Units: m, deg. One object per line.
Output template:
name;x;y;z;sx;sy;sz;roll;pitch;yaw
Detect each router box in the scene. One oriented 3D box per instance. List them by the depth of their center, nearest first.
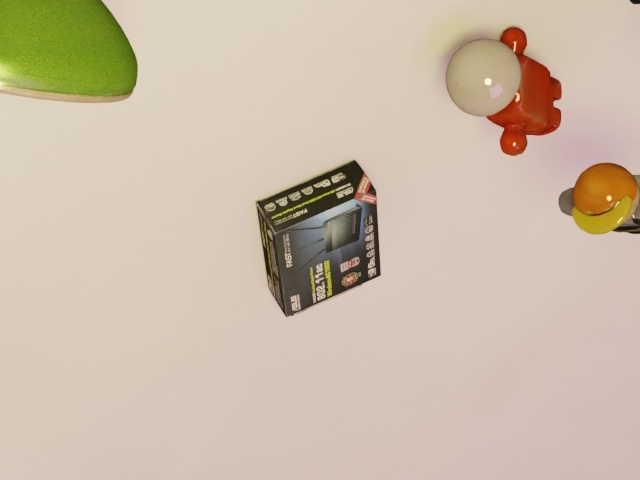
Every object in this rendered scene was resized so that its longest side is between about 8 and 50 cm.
router box;0.000;0.000;1.400;0.092;0.038;0.122;-24;144;-12

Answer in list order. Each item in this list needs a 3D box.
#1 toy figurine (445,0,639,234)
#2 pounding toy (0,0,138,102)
toy figurine;0.226;-0.121;1.281;0.213;0.209;0.148;-47;154;16
pounding toy;-0.207;-0.156;0.965;0.237;0.183;0.110;5;105;-37
